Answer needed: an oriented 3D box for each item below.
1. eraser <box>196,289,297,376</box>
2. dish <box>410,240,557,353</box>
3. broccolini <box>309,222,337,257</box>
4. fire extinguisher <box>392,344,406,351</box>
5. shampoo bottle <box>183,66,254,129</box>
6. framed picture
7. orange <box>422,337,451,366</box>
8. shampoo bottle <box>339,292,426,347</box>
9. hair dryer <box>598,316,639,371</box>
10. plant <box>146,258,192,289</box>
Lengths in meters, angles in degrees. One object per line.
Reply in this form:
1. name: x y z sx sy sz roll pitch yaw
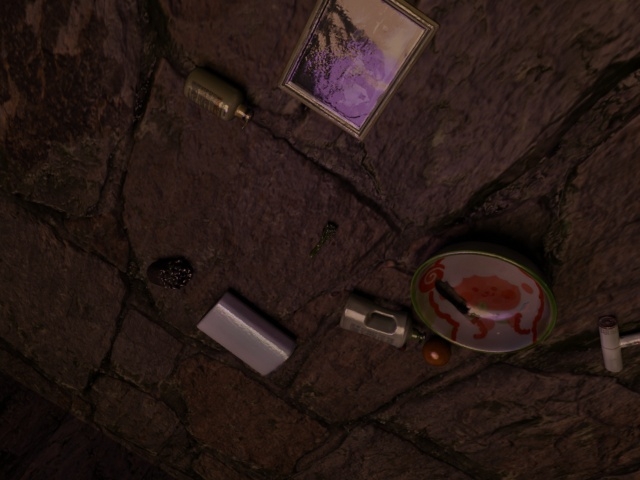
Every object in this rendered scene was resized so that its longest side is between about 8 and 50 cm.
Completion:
1. eraser: -0.237 0.304 1.587 0.290 0.104 0.189 39 134 -8
2. dish: 0.388 0.115 1.175 0.324 0.124 0.324 17 134 18
3. broccolini: 0.000 0.000 1.310 0.035 0.030 0.140 41 135 1
4. fire extinguisher: 0.208 0.288 1.428 0.100 0.046 0.032 34 88 -12
5. shampoo bottle: -0.224 -0.321 1.119 0.162 0.079 0.079 30 131 -2
6. framed picture: 0.061 -0.368 1.004 0.232 0.019 0.296 32 131 -3
7. orange: 0.324 0.312 1.377 0.085 0.085 0.085 11 129 14
8. shampoo bottle: 0.177 0.230 1.368 0.234 0.087 0.118 18 131 8
9. hair dryer: 0.765 0.241 1.166 0.183 0.044 0.154 -10 123 25
10. plant: -0.472 0.103 1.544 0.143 0.092 0.094 6 119 26
